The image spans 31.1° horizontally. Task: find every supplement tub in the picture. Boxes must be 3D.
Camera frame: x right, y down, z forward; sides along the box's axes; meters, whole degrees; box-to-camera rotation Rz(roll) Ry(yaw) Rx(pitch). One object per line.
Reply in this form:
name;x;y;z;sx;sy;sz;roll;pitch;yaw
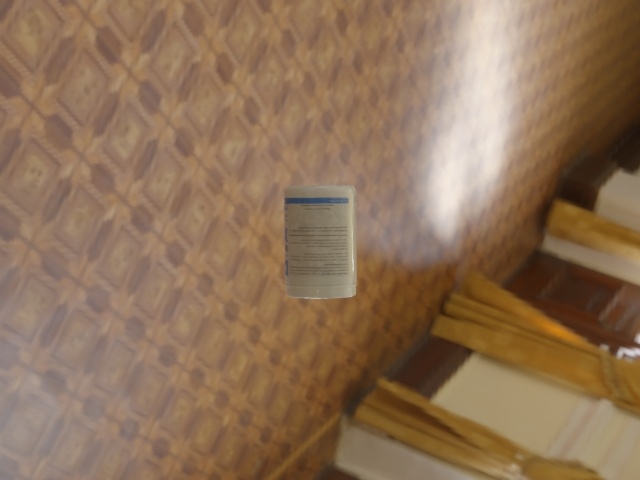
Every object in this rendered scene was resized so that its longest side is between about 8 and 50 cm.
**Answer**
supplement tub;0.000;0.000;1.105;0.071;0.071;0.107;-4;94;-65
